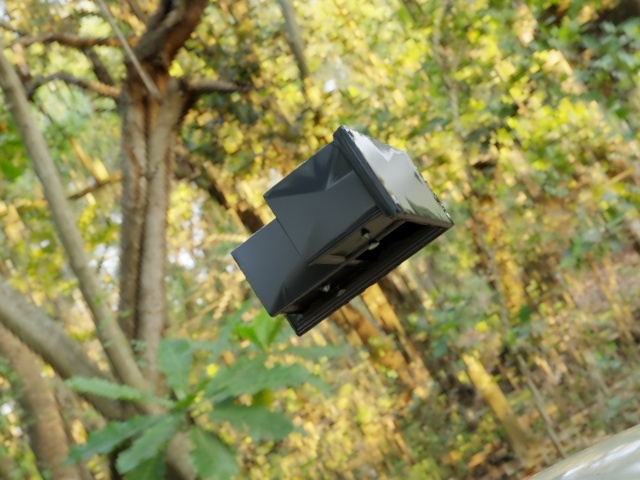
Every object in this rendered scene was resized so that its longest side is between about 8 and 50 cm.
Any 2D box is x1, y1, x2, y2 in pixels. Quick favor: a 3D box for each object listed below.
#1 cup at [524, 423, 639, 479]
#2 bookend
[{"bbox_3d":[0.246,0.178,0.459,0.237,0.331,0.331,-34,-6,-21],"label":"cup"},{"bbox_3d":[0.000,0.000,0.824,0.156,0.072,0.157,-37,-14,14],"label":"bookend"}]
